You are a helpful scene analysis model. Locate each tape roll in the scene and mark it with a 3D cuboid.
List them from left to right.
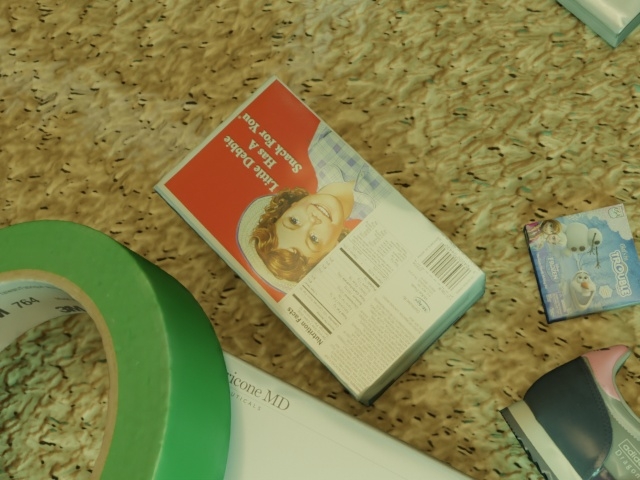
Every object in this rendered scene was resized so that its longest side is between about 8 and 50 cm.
[{"bbox_3d":[-0.218,0.145,0.734,0.321,0.077,0.321,-13,61,24],"label":"tape roll"}]

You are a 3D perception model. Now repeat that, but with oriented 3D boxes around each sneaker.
[{"bbox_3d":[0.288,0.222,0.801,0.131,0.112,0.319,-39,75,0],"label":"sneaker"}]

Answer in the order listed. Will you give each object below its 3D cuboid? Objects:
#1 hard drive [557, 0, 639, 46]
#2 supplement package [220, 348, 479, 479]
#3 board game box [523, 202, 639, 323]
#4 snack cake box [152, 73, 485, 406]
[{"bbox_3d":[0.239,-0.356,0.994,0.203,0.040,0.307,-44,74,-5],"label":"hard drive"},{"bbox_3d":[0.011,0.211,0.793,0.261,0.204,0.145,25,80,13],"label":"supplement package"},{"bbox_3d":[0.234,0.020,0.907,0.090,0.020,0.090,-13,74,3],"label":"board game box"},{"bbox_3d":[0.000,0.000,0.909,0.152,0.089,0.264,-44,74,-3],"label":"snack cake box"}]
